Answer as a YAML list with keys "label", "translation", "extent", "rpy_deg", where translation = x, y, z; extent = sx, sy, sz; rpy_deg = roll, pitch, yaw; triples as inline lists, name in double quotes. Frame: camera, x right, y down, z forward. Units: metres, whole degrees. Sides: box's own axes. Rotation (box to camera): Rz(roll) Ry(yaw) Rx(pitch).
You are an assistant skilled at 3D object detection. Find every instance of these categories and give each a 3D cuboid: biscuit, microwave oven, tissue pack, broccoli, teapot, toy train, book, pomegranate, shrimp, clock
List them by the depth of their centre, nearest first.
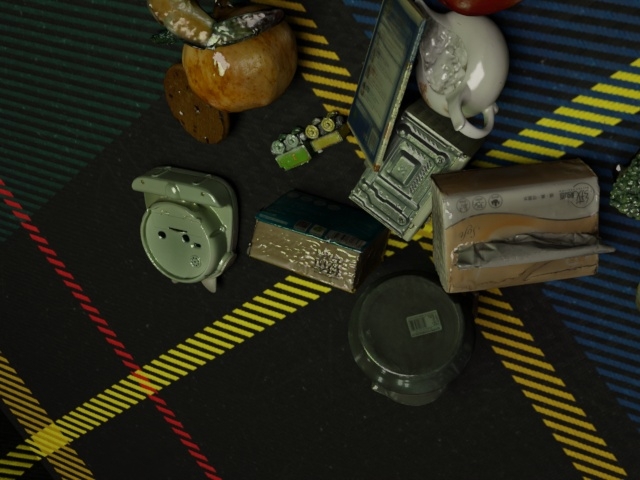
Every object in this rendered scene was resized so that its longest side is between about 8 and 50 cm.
- label: "broccoli"
  translation: [0.661, -0.073, 1.529]
  extent: [0.247, 0.263, 0.243]
  rpy_deg: [25, 153, 54]
- label: "tissue pack"
  translation: [0.378, -0.016, 1.593]
  extent: [0.305, 0.238, 0.239]
  rpy_deg: [-7, 113, -4]
- label: "teapot"
  translation: [0.264, -0.327, 1.598]
  extent: [0.204, 0.139, 0.298]
  rpy_deg: [-42, 61, 41]
- label: "shrimp"
  translation: [-0.135, -0.513, 1.661]
  extent: [0.444, 0.085, 0.272]
  rpy_deg: [-4, 76, 4]
- label: "book"
  translation: [0.128, -0.328, 1.674]
  extent: [0.018, 0.228, 0.323]
  rpy_deg: [6, 124, -19]
- label: "microwave oven"
  translation: [0.193, -0.154, 1.748]
  extent: [0.194, 0.145, 0.240]
  rpy_deg: [36, 125, 5]
- label: "pomegranate"
  translation: [-0.170, -0.391, 1.779]
  extent: [0.248, 0.248, 0.248]
  rpy_deg: [12, 117, 23]
- label: "teapot"
  translation: [0.212, 0.208, 1.783]
  extent: [0.300, 0.344, 0.253]
  rpy_deg: [-35, 70, -7]
- label: "toy train"
  translation: [-0.023, -0.222, 1.882]
  extent: [0.202, 0.060, 0.081]
  rpy_deg: [-20, 110, 34]
- label: "tissue pack"
  translation: [0.000, 0.000, 1.891]
  extent: [0.270, 0.192, 0.134]
  rpy_deg: [19, 119, 20]
- label: "biscuit"
  translation: [-0.287, -0.319, 1.954]
  extent: [0.212, 0.036, 0.212]
  rpy_deg: [30, 144, 26]
- label: "clock"
  translation: [-0.335, -0.016, 2.113]
  extent: [0.265, 0.108, 0.324]
  rpy_deg: [10, 117, 23]

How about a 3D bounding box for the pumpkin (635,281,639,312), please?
- label: "pumpkin"
  translation: [0.741, 0.158, 1.484]
  extent: [0.332, 0.199, 0.332]
  rpy_deg: [6, 139, 5]

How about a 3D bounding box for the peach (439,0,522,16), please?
- label: "peach"
  translation: [0.294, -0.511, 1.488]
  extent: [0.243, 0.199, 0.244]
  rpy_deg: [6, 108, 19]

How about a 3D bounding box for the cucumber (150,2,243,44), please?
- label: "cucumber"
  translation: [-0.282, -0.485, 1.906]
  extent: [0.256, 0.043, 0.044]
  rpy_deg: [-9, 128, 29]
